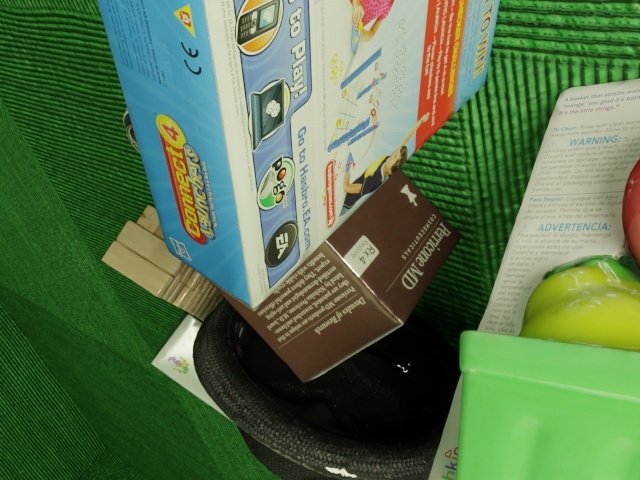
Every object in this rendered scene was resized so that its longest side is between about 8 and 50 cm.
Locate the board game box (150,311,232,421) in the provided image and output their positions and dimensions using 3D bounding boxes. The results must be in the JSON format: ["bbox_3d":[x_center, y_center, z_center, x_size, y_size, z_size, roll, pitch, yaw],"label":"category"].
[{"bbox_3d":[-0.113,0.234,1.191,0.303,0.098,0.224,37,172,-6],"label":"board game box"}]

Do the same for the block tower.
[{"bbox_3d":[-0.171,0.055,1.049,0.097,0.091,0.335,31,172,16],"label":"block tower"}]

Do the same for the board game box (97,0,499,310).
[{"bbox_3d":[0.013,-0.160,0.475,0.086,0.302,0.308,30,146,25],"label":"board game box"}]

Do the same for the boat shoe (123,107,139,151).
[{"bbox_3d":[-0.143,-0.072,0.953,0.335,0.119,0.121,33,148,19],"label":"boat shoe"}]

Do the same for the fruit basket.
[{"bbox_3d":[0.236,0.040,0.428,0.327,0.353,0.165,0,144,50],"label":"fruit basket"}]

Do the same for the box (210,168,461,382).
[{"bbox_3d":[0.000,0.000,0.785,0.203,0.168,0.167,47,133,-4],"label":"box"}]

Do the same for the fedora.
[{"bbox_3d":[0.010,0.188,0.881,0.334,0.334,0.153,31,127,23],"label":"fedora"}]

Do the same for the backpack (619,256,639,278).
[{"bbox_3d":[0.311,0.113,0.567,0.253,0.191,0.225,14,146,49],"label":"backpack"}]
